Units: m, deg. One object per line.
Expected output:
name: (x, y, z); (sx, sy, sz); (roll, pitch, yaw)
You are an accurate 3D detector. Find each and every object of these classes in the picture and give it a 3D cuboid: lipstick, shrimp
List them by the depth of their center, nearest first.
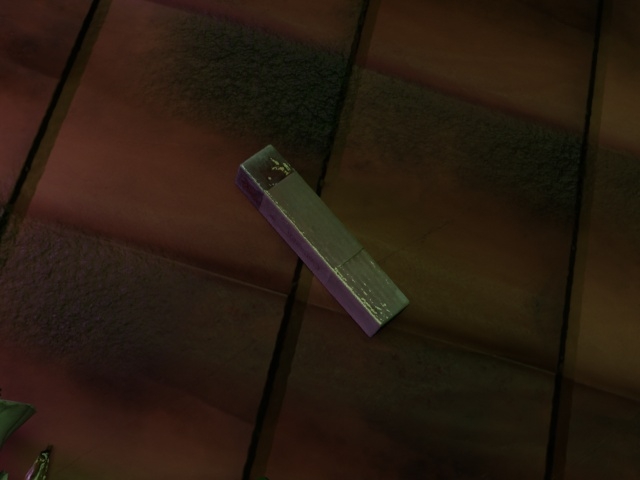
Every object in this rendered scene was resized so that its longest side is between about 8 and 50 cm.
shrimp: (-0.409, 0.371, 1.317); (0.091, 0.025, 0.127); (13, 70, -7)
lipstick: (0.000, 0.000, 1.532); (0.079, 0.076, 0.371); (-36, 79, -25)

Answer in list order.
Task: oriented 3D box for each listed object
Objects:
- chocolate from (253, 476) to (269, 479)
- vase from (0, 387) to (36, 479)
chocolate: (-0.186, 0.557, 1.216); (0.341, 0.161, 0.360); (-12, 71, -17)
vase: (-0.524, 0.405, 1.166); (0.249, 0.250, 0.446); (11, 66, -8)
